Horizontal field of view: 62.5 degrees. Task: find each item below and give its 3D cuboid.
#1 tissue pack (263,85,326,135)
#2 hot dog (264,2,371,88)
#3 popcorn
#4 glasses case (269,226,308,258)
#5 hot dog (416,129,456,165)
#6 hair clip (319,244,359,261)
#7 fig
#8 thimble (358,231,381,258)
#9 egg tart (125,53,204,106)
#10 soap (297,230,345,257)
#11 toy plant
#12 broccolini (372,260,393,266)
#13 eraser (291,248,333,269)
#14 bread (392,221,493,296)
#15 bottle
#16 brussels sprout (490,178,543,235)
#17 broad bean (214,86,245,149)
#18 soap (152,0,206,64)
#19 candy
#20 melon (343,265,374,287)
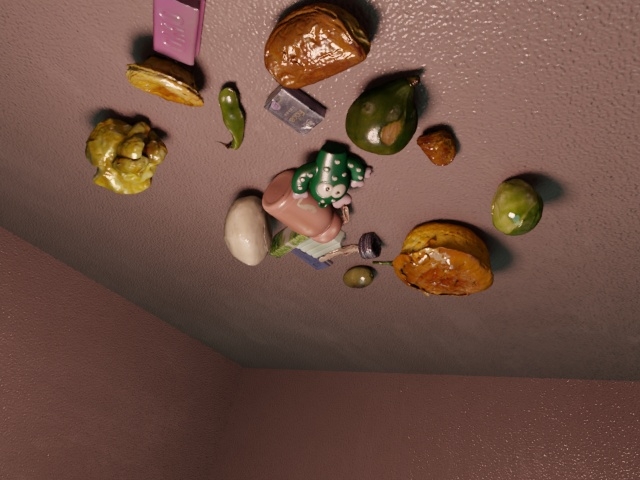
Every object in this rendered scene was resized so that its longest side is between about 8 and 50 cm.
[{"bbox_3d":[-0.074,-0.389,1.560,0.156,0.051,0.112,30,146,-24],"label":"tissue pack"},{"bbox_3d":[-0.004,-0.480,1.305,0.272,0.122,0.196,-16,140,36],"label":"hot dog"},{"bbox_3d":[-0.670,-0.302,1.823,0.277,0.225,0.276,9,139,8],"label":"popcorn"},{"bbox_3d":[-0.119,-0.010,2.189,0.062,0.095,0.272,24,150,-24],"label":"glasses case"},{"bbox_3d":[0.343,-0.275,1.547,0.099,0.065,0.147,-9,154,35],"label":"hot dog"},{"bbox_3d":[0.099,0.041,2.227,0.226,0.072,0.034,-12,142,25],"label":"hair clip"},{"bbox_3d":[0.183,-0.345,1.424,0.196,0.195,0.244,23,114,-14],"label":"fig"},{"bbox_3d":[0.196,0.027,2.092,0.066,0.104,0.095,-16,142,31],"label":"thimble"},{"bbox_3d":[-0.443,-0.462,1.520,0.241,0.105,0.241,18,180,0],"label":"egg tart"},{"bbox_3d":[0.000,0.000,2.177,0.119,0.066,0.198,29,148,-26],"label":"soap"},{"bbox_3d":[0.032,-0.202,1.740,0.233,0.112,0.243,22,124,-27],"label":"toy plant"},{"bbox_3d":[0.288,0.104,2.254,0.140,0.035,0.030,1,144,26],"label":"broccolini"},{"bbox_3d":[-0.045,0.067,2.345,0.082,0.036,0.225,-17,137,41],"label":"eraser"},{"bbox_3d":[0.455,0.075,1.961,0.358,0.204,0.337,32,144,-33],"label":"bread"},{"bbox_3d":[-0.040,-0.116,1.907,0.206,0.173,0.297,-41,125,17],"label":"bottle"},{"bbox_3d":[0.597,-0.105,1.594,0.132,0.183,0.145,13,172,-3],"label":"brussels sprout"},{"bbox_3d":[-0.287,-0.377,1.679,0.098,0.055,0.318,18,153,-6],"label":"broad bean"},{"bbox_3d":[-0.374,-0.567,1.381,0.122,0.065,0.203,20,151,-7],"label":"soap"},{"bbox_3d":[-0.284,-0.036,2.042,0.186,0.295,0.295,-3,148,4],"label":"candy"},{"bbox_3d":[0.167,0.166,2.355,0.162,0.099,0.099,-15,139,43],"label":"melon"}]
